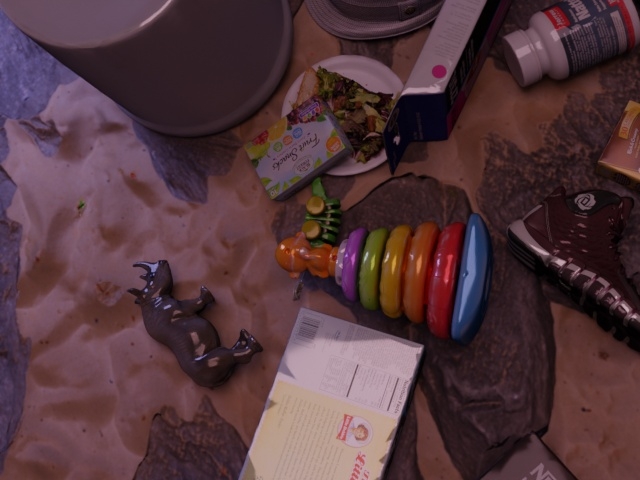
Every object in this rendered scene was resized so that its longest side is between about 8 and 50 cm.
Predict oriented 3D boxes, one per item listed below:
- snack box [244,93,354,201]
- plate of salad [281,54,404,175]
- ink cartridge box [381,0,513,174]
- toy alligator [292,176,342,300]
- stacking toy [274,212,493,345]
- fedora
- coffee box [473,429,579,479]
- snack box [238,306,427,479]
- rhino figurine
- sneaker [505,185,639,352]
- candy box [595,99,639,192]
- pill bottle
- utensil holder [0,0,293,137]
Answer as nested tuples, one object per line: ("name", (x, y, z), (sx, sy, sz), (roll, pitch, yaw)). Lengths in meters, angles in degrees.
("snack box", (-0.033, -0.137, 1.547), (0.141, 0.037, 0.100), (-35, 72, 19))
("plate of salad", (0.037, -0.196, 1.572), (0.200, 0.048, 0.199), (-3, 72, 8))
("ink cartridge box", (0.196, -0.274, 1.501), (0.069, 0.176, 0.370), (25, 79, 15))
("toy alligator", (0.000, 0.000, 1.513), (0.051, 0.056, 0.189), (7, 75, 11))
("stacking toy", (0.082, 0.040, 1.434), (0.302, 0.166, 0.175), (7, 83, 13))
("fedora", (0.094, -0.446, 1.597), (0.276, 0.124, 0.243), (-9, 72, 6))
("coffee box", (0.215, 0.405, 1.323), (0.297, 0.119, 0.168), (-41, 71, -4))
("snack box", (0.009, 0.271, 1.428), (0.187, 0.060, 0.321), (17, 77, 14))
("rhino figurine", (-0.198, 0.113, 1.504), (0.106, 0.073, 0.243), (-43, 70, -8))
("sneaker", (0.406, 0.022, 1.418), (0.281, 0.106, 0.162), (41, 80, 18))
("candy box", (0.500, -0.110, 1.469), (0.187, 0.053, 0.109), (26, 80, 17))
("pill bottle", (0.364, -0.298, 1.517), (0.180, 0.108, 0.108), (-24, 71, 1))
("utensil holder", (-0.239, -0.352, 1.464), (0.328, 0.385, 0.327), (-2, 80, 12))
